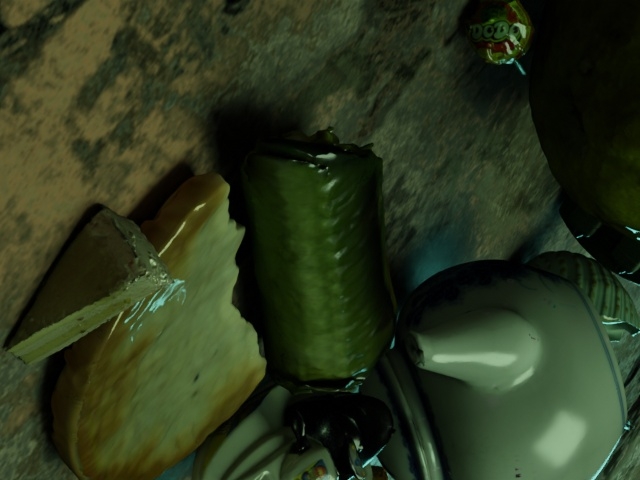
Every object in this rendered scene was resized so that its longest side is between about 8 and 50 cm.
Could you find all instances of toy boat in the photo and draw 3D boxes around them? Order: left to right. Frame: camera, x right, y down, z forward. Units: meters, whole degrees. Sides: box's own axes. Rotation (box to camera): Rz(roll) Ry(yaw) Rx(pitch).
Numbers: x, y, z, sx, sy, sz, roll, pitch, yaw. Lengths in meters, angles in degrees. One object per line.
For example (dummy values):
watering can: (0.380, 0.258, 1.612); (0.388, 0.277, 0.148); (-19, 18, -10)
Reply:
toy boat: (-0.016, 0.186, 1.651); (0.140, 0.141, 0.269); (-63, 172, 17)
toy boat: (0.393, -0.044, 2.234); (0.319, 0.141, 0.092); (-26, 154, -54)

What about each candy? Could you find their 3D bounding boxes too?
candy: (0.166, -0.168, 1.697); (0.060, 0.060, 0.201); (-57, 166, 1)

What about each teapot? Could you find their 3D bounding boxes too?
teapot: (0.140, 0.154, 1.869); (0.280, 0.252, 0.424); (-19, 157, -4)

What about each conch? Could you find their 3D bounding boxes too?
conch: (0.274, 0.062, 2.129); (0.135, 0.153, 0.102); (170, -81, -77)

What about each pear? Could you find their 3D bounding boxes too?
pear: (0.367, -0.156, 1.743); (0.413, 0.352, 0.352); (-19, 142, -30)

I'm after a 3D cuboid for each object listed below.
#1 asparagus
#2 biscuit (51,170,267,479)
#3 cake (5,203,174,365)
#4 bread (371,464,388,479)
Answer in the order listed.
asparagus: (0.000, 0.000, 1.488); (0.128, 0.108, 0.382); (-48, 157, -23)
biscuit: (-0.123, 0.086, 1.435); (0.204, 0.040, 0.309); (-48, 157, -21)
cake: (-0.157, 0.043, 1.282); (0.121, 0.065, 0.052); (-52, 157, 6)
bread: (-0.011, 0.324, 1.976); (0.233, 0.076, 0.105); (-64, 172, 2)
